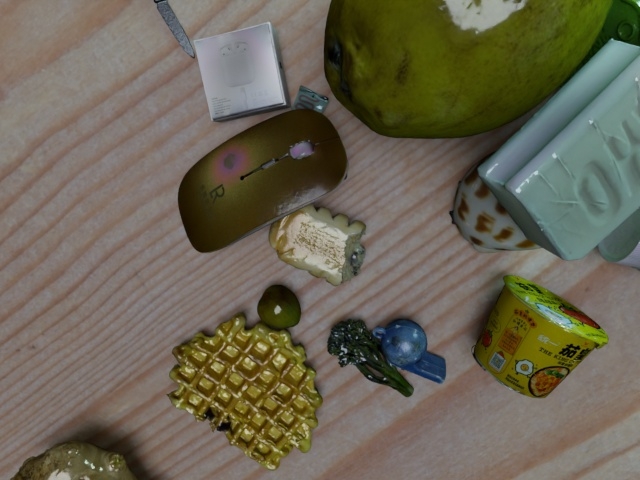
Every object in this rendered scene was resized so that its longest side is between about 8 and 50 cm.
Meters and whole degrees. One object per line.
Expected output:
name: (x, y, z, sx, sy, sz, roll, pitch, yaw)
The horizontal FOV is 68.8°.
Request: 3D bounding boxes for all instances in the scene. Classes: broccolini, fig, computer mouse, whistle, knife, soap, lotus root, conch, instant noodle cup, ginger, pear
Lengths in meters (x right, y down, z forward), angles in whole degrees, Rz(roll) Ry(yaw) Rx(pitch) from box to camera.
broccolini: (0.101, 0.220, 0.851, 0.202, 0.068, 0.091, 37, 80, -6)
fig: (-0.068, 0.124, 0.836, 0.074, 0.074, 0.088, -42, 115, 8)
computer mouse: (-0.106, -0.093, 0.757, 0.310, 0.072, 0.158, -26, 75, 15)
whistle: (0.166, 0.189, 0.834, 0.157, 0.090, 0.090, 22, 100, -3)
knife: (-0.256, -0.382, 0.778, 0.023, 0.010, 0.170, -29, 100, 6)
soap: (0.366, -0.124, 0.597, 0.289, 0.095, 0.173, -45, 117, 6)
lotus root: (0.463, -0.318, 0.709, 0.186, 0.186, 0.186, 0, 100, 1)
conch: (0.346, -0.085, 0.747, 0.182, 0.149, 0.275, 32, 102, -9)
instant noodle cup: (0.354, 0.167, 0.787, 0.182, 0.182, 0.144, 25, 108, -3)
ginger: (-0.403, 0.534, 0.872, 0.236, 0.166, 0.376, -36, 92, -2)
pear: (0.194, -0.310, 0.614, 0.413, 0.352, 0.352, -44, 96, 1)

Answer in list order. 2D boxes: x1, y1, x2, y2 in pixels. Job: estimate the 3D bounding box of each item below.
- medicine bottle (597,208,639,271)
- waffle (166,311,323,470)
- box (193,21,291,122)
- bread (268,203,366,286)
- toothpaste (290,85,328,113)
medicine bottle: (0.595, -0.001, 0.762, 0.225, 0.139, 0.139, 10, 100, -1)
waffle: (-0.139, 0.281, 0.869, 0.283, 0.065, 0.310, -8, 97, 0)
box: (-0.127, -0.273, 0.768, 0.130, 0.051, 0.129, -10, 99, 8)
bread: (0.000, 0.000, 0.803, 0.177, 0.084, 0.119, 25, 98, -3)
toothpaste: (-0.054, -0.160, 0.802, 0.056, 0.036, 0.205, 28, 97, 10)
